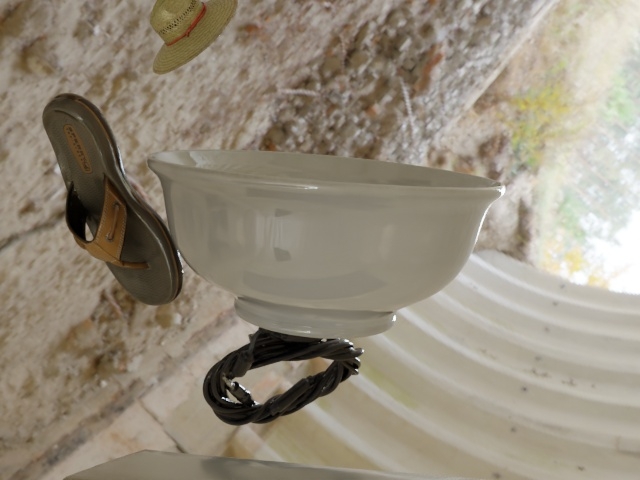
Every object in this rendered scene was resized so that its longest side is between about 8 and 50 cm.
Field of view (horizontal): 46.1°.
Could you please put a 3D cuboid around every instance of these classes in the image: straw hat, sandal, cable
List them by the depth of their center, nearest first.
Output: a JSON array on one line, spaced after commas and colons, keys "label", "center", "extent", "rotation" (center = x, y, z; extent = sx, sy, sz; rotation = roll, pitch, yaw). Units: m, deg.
[{"label": "sandal", "center": [-0.204, -0.029, 0.704], "extent": [0.090, 0.219, 0.060], "rotation": [-7, -156, 31]}, {"label": "cable", "center": [-0.034, 0.153, 0.829], "extent": [0.184, 0.047, 0.150], "rotation": [11, 124, -40]}, {"label": "straw hat", "center": [-0.178, -0.279, 0.941], "extent": [0.144, 0.061, 0.144], "rotation": [-27, -142, 24]}]

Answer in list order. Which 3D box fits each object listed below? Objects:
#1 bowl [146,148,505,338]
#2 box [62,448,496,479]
[{"label": "bowl", "center": [0.000, 0.000, 0.648], "extent": [0.298, 0.298, 0.134], "rotation": [-31, 127, -72]}, {"label": "box", "center": [-0.028, 0.243, 0.544], "extent": [0.121, 0.311, 0.148], "rotation": [15, 73, -70]}]
